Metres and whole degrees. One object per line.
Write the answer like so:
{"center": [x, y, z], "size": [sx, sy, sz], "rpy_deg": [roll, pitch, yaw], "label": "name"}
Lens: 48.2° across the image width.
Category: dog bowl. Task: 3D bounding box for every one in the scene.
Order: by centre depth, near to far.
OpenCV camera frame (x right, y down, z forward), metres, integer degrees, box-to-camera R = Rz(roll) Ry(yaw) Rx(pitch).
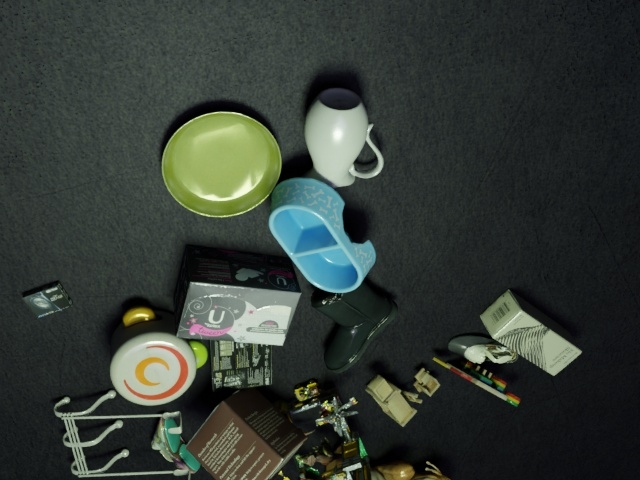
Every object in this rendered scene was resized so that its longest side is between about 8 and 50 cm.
{"center": [0.000, 0.000, 1.522], "size": [0.166, 0.074, 0.297], "rpy_deg": [-12, 130, 32], "label": "dog bowl"}

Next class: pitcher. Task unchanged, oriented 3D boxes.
{"center": [0.053, -0.202, 1.451], "size": [0.178, 0.125, 0.207], "rpy_deg": [-10, 136, -16], "label": "pitcher"}

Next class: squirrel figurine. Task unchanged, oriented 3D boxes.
{"center": [0.199, 0.782, 2.113], "size": [0.371, 0.281, 0.397], "rpy_deg": [0, 139, -26], "label": "squirrel figurine"}

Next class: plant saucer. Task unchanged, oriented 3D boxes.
{"center": [-0.202, -0.158, 1.463], "size": [0.241, 0.037, 0.240], "rpy_deg": [-6, 124, -9], "label": "plant saucer"}

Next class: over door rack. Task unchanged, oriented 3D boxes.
{"center": [-0.478, 0.495, 1.784], "size": [0.325, 0.108, 0.239], "rpy_deg": [5, 125, 8], "label": "over door rack"}

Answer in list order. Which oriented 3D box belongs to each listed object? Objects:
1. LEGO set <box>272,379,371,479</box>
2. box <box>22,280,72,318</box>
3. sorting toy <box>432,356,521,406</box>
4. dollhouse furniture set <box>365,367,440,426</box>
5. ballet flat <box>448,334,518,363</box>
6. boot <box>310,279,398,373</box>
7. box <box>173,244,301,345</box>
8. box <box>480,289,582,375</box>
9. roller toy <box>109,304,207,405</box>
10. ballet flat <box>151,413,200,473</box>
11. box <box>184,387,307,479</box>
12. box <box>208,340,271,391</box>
{"center": [-0.001, 0.547, 1.836], "size": [0.255, 0.192, 0.331], "rpy_deg": [-13, 103, 3], "label": "LEGO set"}
{"center": [-0.599, 0.131, 1.574], "size": [0.083, 0.018, 0.067], "rpy_deg": [-19, 127, -1], "label": "box"}
{"center": [0.422, 0.362, 1.928], "size": [0.275, 0.132, 0.046], "rpy_deg": [31, 86, -32], "label": "sorting toy"}
{"center": [0.206, 0.370, 1.917], "size": [0.161, 0.101, 0.182], "rpy_deg": [-44, 126, -13], "label": "dollhouse furniture set"}
{"center": [0.443, 0.297, 1.918], "size": [0.203, 0.074, 0.074], "rpy_deg": [8, 121, -19], "label": "ballet flat"}
{"center": [0.043, 0.189, 1.725], "size": [0.207, 0.094, 0.246], "rpy_deg": [35, 103, -35], "label": "boot"}
{"center": [-0.190, 0.128, 1.598], "size": [0.247, 0.142, 0.163], "rpy_deg": [8, 121, -19], "label": "box"}
{"center": [0.559, 0.247, 1.896], "size": [0.275, 0.094, 0.113], "rpy_deg": [30, 112, -29], "label": "box"}
{"center": [-0.387, 0.263, 1.640], "size": [0.209, 0.146, 0.191], "rpy_deg": [32, 101, -26], "label": "roller toy"}
{"center": [-0.394, 0.542, 1.883], "size": [0.079, 0.076, 0.221], "rpy_deg": [-10, 129, 17], "label": "ballet flat"}
{"center": [-0.177, 0.492, 1.738], "size": [0.203, 0.168, 0.167], "rpy_deg": [41, 106, 14], "label": "box"}
{"center": [-0.195, 0.270, 1.734], "size": [0.148, 0.077, 0.180], "rpy_deg": [-5, 125, -11], "label": "box"}
